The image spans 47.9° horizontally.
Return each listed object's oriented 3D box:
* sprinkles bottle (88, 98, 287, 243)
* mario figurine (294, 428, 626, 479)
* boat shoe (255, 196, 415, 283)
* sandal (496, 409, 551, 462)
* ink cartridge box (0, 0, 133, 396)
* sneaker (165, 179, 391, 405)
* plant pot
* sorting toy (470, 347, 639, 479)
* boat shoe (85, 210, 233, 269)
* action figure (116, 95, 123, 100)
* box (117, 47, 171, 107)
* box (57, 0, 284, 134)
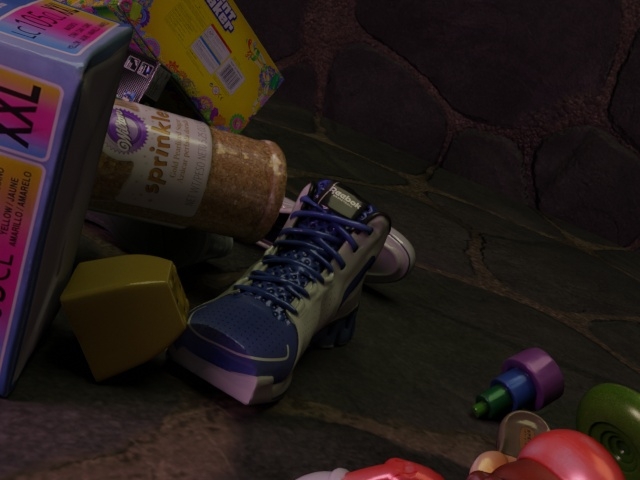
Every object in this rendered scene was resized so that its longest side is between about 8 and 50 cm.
[{"bbox_3d":[-0.212,-0.086,0.722,0.356,0.121,0.121,12,19,-30],"label":"sprinkles bottle"},{"bbox_3d":[0.074,0.224,0.439,0.321,0.170,0.198,1,60,-25],"label":"mario figurine"},{"bbox_3d":[0.000,0.000,1.019,0.268,0.096,0.088,23,21,10],"label":"boat shoe"},{"bbox_3d":[0.191,0.209,0.639,0.072,0.049,0.180,15,32,2],"label":"sandal"},{"bbox_3d":[-0.370,-0.082,0.512,0.396,0.270,0.151,19,23,-8],"label":"ink cartridge box"},{"bbox_3d":[-0.025,0.030,0.742,0.127,0.182,0.315,25,17,17],"label":"sneaker"},{"bbox_3d":[-0.159,0.056,0.613,0.083,0.081,0.081,-17,21,0],"label":"plant pot"},{"bbox_3d":[0.279,0.231,0.683,0.126,0.127,0.365,-23,34,-24],"label":"sorting toy"},{"bbox_3d":[-0.249,-0.071,0.917,0.320,0.118,0.103,33,12,21],"label":"boat shoe"},{"bbox_3d":[-0.223,-0.097,1.032,0.232,0.137,0.063,27,4,-15],"label":"action figure"},{"bbox_3d":[-0.344,-0.212,1.093,0.184,0.190,0.045,29,0,20],"label":"box"},{"bbox_3d":[-0.270,-0.331,1.237,0.279,0.177,0.290,14,-30,44],"label":"box"}]
